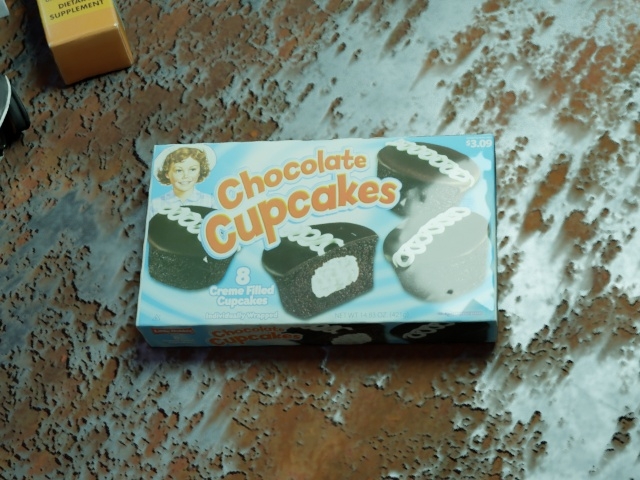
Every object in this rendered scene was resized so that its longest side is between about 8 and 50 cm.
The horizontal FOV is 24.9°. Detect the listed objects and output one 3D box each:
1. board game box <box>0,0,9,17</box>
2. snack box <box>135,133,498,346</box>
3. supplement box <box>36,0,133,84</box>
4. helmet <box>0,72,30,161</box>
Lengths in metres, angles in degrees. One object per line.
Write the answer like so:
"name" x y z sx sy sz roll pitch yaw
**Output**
"board game box" -0.510 -0.305 1.439 0.319 0.066 0.318 -21 67 -6
"snack box" 0.000 0.000 1.327 0.322 0.060 0.187 -2 65 8
"supplement box" -0.259 -0.280 1.490 0.078 0.080 0.233 -18 62 -2
"helmet" -0.367 -0.112 1.380 0.169 0.161 0.169 -3 65 7
